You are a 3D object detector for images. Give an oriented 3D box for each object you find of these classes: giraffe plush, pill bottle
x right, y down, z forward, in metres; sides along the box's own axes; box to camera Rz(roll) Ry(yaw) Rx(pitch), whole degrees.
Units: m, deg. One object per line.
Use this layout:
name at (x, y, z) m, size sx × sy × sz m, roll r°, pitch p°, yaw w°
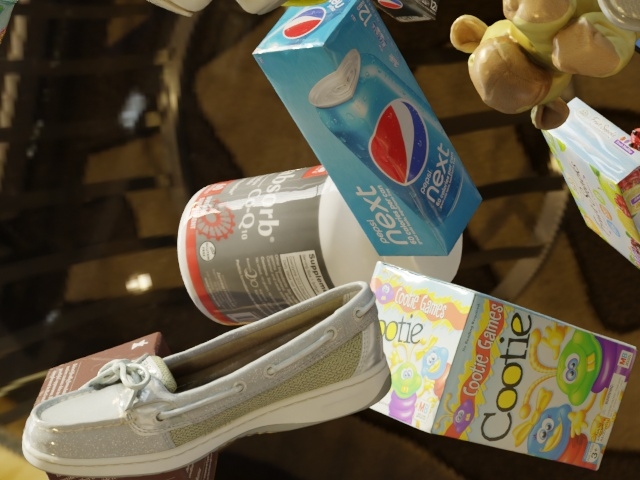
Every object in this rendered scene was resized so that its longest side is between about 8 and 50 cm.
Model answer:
giraffe plush at (0.196, -0.183, 1.274) m, size 0.170 × 0.210 × 0.181 m, roll -41°, pitch 66°, yaw 40°
pill bottle at (0.000, 0.000, 1.993) m, size 0.362 × 0.210 × 0.210 m, roll -8°, pitch 93°, yaw 31°

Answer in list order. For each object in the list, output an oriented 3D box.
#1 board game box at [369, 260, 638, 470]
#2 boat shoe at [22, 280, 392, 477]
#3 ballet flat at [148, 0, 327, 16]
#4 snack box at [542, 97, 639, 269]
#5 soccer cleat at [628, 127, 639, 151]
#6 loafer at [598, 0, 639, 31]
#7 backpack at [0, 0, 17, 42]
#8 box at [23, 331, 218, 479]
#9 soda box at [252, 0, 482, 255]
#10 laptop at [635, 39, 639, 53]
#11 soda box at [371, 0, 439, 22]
board game box at (0.174, 0.133, 1.472) m, size 0.144 × 0.275 × 0.142 m, roll 18°, pitch 89°, yaw 48°
boat shoe at (-0.097, 0.117, 1.213) m, size 0.320 × 0.118 × 0.103 m, roll -12°, pitch 108°, yaw -10°
ballet flat at (-0.061, -0.153, 0.741) m, size 0.077 × 0.231 × 0.077 m, roll -34°, pitch 77°, yaw 31°
snack box at (0.385, -0.062, 1.844) m, size 0.070 × 0.207 × 0.174 m, roll -36°, pitch 41°, yaw -4°
soccer cleat at (0.327, -0.083, 1.348) m, size 0.083 × 0.035 × 0.029 m, roll 40°, pitch 126°, yaw 43°
loafer at (0.162, -0.103, 0.515) m, size 0.125 × 0.039 × 0.045 m, roll -11°, pitch 92°, yaw 13°
backpack at (-0.305, -0.192, 1.004) m, size 0.188 × 0.166 × 0.144 m, roll 37°, pitch 101°, yaw 20°
box at (-0.248, 0.261, 1.831) m, size 0.167 × 0.168 × 0.203 m, roll -19°, pitch 110°, yaw 9°
soda box at (0.039, -0.083, 1.076) m, size 0.071 × 0.067 × 0.210 m, roll 1°, pitch 136°, yaw 42°
laptop at (0.354, -0.366, 1.750) m, size 0.234 × 0.136 × 0.264 m, roll 33°, pitch 78°, yaw -8°
soda box at (0.064, -0.301, 1.577) m, size 0.053 × 0.169 × 0.060 m, roll 1°, pitch 72°, yaw 42°
